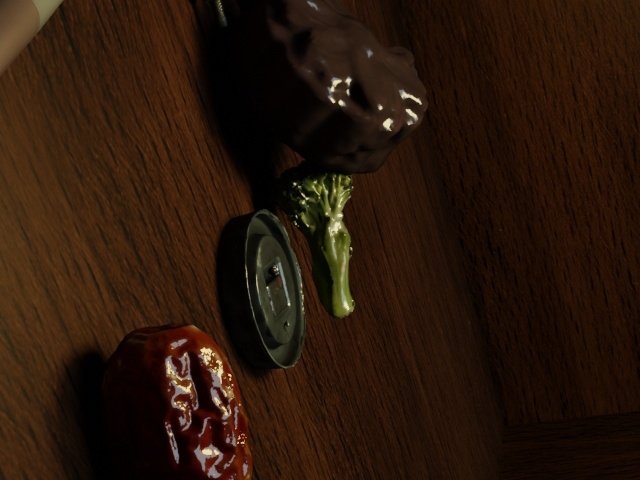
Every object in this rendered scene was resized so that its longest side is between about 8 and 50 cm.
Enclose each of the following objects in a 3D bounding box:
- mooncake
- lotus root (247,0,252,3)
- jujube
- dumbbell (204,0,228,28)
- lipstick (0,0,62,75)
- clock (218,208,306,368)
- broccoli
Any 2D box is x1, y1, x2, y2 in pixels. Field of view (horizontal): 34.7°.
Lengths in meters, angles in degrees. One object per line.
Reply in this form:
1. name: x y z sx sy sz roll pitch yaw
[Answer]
1. mooncake: 0.014 -0.293 1.837 0.381 0.212 0.350 31 38 -21
2. lotus root: -0.095 -0.519 2.000 0.120 0.120 0.209 20 61 -70
3. jujube: -0.175 0.227 1.246 0.174 0.174 0.250 -31 113 -71
4. dumbbell: -0.198 -0.482 1.721 0.081 0.081 0.254 -54 131 -67
5. lipstick: -0.351 -0.232 1.115 0.254 0.070 0.070 -76 151 -52
6. clock: -0.097 0.086 1.763 0.280 0.055 0.280 -10 90 -73
7. broccoli: 0.001 0.000 1.910 0.165 0.145 0.304 -16 90 -28
